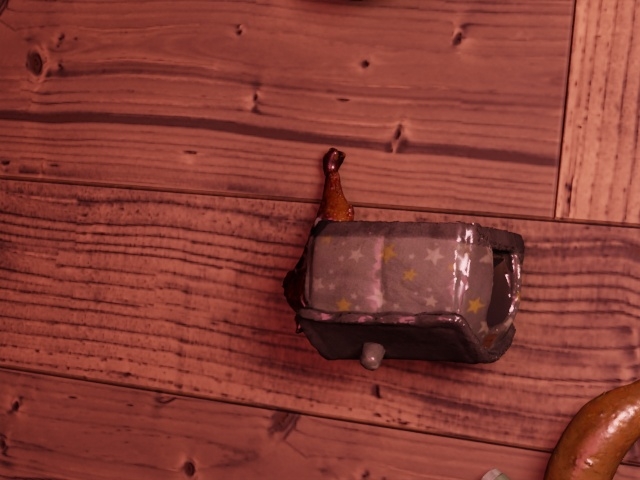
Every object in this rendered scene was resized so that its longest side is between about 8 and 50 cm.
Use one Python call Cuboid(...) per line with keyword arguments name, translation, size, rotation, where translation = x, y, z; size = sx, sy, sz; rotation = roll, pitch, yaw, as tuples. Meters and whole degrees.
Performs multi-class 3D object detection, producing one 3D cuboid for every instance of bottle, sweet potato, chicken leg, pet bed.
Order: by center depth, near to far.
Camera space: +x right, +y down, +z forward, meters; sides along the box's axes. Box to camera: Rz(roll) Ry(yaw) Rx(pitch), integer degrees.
Cuboid(name="sweet potato", translation=(0.292, 0.239, 1.453), size=(0.108, 0.079, 0.346), rotation=(22, 96, -3))
Cuboid(name="pet bed", translation=(0.100, 0.063, 1.497), size=(0.211, 0.183, 0.159), rotation=(2, 85, 27))
Cuboid(name="bottle", translation=(0.209, 0.283, 1.511), size=(0.083, 0.030, 0.030), rotation=(45, 106, 23))
Cuboid(name="chicken leg", translation=(0.003, 0.003, 1.620), size=(0.089, 0.048, 0.219), rotation=(20, 97, 45))
